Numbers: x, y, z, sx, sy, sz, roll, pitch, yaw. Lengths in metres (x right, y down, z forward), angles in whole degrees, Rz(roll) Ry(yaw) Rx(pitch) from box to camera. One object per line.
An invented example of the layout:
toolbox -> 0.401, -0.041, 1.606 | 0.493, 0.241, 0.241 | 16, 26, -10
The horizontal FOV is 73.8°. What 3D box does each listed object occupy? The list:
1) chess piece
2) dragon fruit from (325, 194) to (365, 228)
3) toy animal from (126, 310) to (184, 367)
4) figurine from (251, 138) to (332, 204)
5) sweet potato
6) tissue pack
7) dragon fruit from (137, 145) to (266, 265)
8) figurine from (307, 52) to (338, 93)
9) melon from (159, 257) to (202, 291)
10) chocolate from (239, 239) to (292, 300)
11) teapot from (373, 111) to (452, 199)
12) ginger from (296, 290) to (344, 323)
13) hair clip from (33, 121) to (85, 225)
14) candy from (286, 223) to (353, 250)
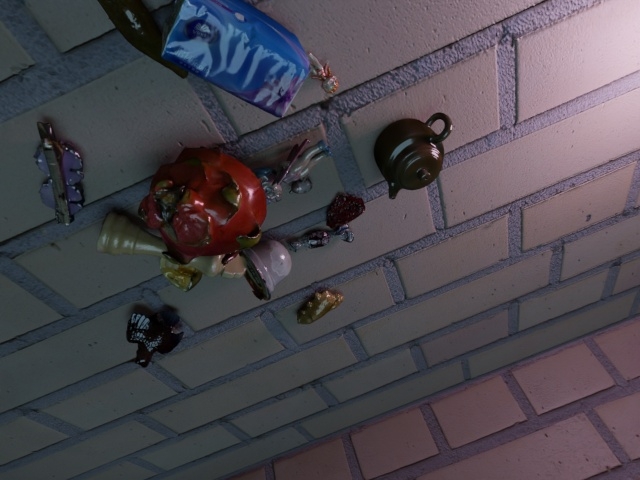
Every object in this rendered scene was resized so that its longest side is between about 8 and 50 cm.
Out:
chess piece -> -0.400, 0.029, 1.194 | 0.397, 0.117, 0.117 | 16, 126, -16
dragon fruit -> 0.077, -0.089, 1.352 | 0.097, 0.063, 0.131 | 32, 121, -2
toy animal -> -0.560, 0.332, 1.437 | 0.116, 0.180, 0.218 | -12, 142, 31
figurine -> -0.085, -0.187, 1.176 | 0.260, 0.103, 0.205 | -32, 168, 11
sweet potato -> -0.358, -0.423, 0.863 | 0.077, 0.077, 0.244 | -30, 132, 11
tissue pack -> -0.171, -0.397, 0.863 | 0.263, 0.198, 0.146 | 19, 125, -31
dragon fruit -> -0.299, -0.064, 1.057 | 0.305, 0.226, 0.306 | 9, 127, 12
figurine -> 0.002, -0.403, 1.024 | 0.064, 0.047, 0.109 | -33, 125, 23
melon -> -0.418, 0.062, 1.302 | 0.128, 0.079, 0.160 | 17, 105, -7
chocolate -> -0.168, 0.076, 1.348 | 0.147, 0.221, 0.221 | -28, 141, -28
teapot -> 0.267, -0.231, 1.185 | 0.185, 0.175, 0.268 | 17, 125, -33
ginger -> -0.010, 0.251, 1.610 | 0.205, 0.081, 0.115 | -32, 166, 1
hair clip -> -0.631, -0.150, 1.033 | 0.106, 0.085, 0.292 | -2, 138, -24
candy -> 0.000, 0.000, 1.398 | 0.226, 0.051, 0.094 | -10, 137, -9
